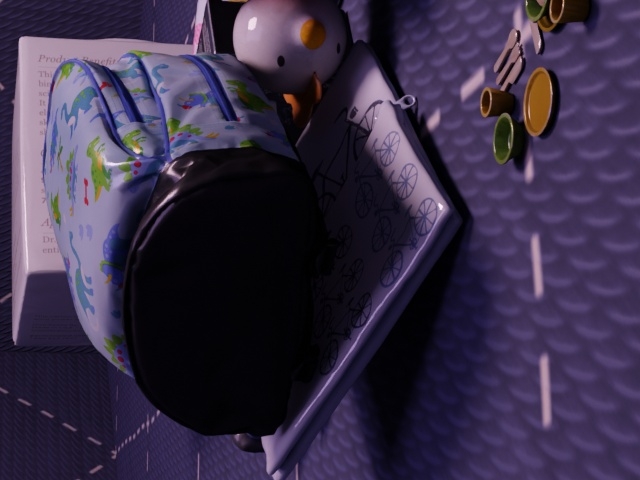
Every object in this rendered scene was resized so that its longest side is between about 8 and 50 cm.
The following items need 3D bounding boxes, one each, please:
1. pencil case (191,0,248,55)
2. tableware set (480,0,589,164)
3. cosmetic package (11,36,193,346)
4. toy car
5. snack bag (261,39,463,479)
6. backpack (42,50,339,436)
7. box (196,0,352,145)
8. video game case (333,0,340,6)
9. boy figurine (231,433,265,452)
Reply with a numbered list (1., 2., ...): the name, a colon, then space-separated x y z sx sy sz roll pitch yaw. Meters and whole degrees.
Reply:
1. pencil case: -0.116 -0.349 1.772 0.124 0.114 0.273 -120 35 -80
2. tableware set: 0.144 -0.126 0.892 0.154 0.024 0.104 117 152 -57
3. cosmetic package: -0.313 -0.068 2.025 0.327 0.330 0.393 122 145 -62
4. toy car: -0.028 -0.227 1.247 0.210 0.219 0.237 12 118 66
5. snack bag: 0.000 0.000 1.214 0.323 0.037 0.342 -58 28 27
6. backpack: -0.132 -0.038 1.184 0.355 0.274 0.290 -93 9 -53
7. box: -0.058 -0.174 1.424 0.158 0.156 0.093 109 158 -48
8. video game case: 0.017 -0.375 1.438 0.274 0.026 0.196 116 153 -55
9. boy figurine: -0.048 0.111 1.452 0.177 0.092 0.285 -109 27 -42
